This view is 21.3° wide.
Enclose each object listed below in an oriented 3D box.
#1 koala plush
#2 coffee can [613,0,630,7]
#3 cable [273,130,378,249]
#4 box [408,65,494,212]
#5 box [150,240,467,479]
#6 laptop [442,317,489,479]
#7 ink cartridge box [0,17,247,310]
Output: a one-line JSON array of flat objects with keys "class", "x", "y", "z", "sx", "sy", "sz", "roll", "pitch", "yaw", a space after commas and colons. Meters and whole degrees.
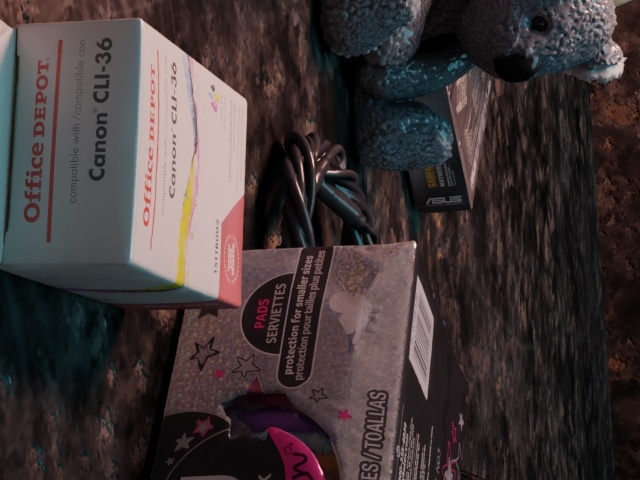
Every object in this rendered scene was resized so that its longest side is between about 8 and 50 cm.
[{"class": "koala plush", "x": 0.133, "y": -0.186, "z": 1.365, "sx": 0.196, "sy": 0.221, "sz": 0.203, "roll": 71, "pitch": 22, "yaw": -45}, {"class": "coffee can", "x": 0.207, "y": -0.367, "z": 1.554, "sx": 0.275, "sy": 0.202, "sz": 0.201, "roll": 56, "pitch": 31, "yaw": -31}, {"class": "cable", "x": 0.000, "y": 0.000, "z": 1.210, "sx": 0.184, "sy": 0.047, "sz": 0.150, "roll": 9, "pitch": 74, "yaw": -72}, {"class": "box", "x": 0.115, "y": -0.168, "z": 1.606, "sx": 0.231, "sy": 0.056, "sz": 0.183, "roll": -76, "pitch": 157, "yaw": -46}, {"class": "box", "x": -0.008, "y": 0.144, "z": 0.967, "sx": 0.163, "sy": 0.142, "sz": 0.247, "roll": 66, "pitch": 25, "yaw": -50}, {"class": "laptop", "x": 0.195, "y": 0.322, "z": 1.522, "sx": 0.236, "sy": 0.408, "sz": 0.381, "roll": -25, "pitch": 117, "yaw": -36}, {"class": "ink cartridge box", "x": -0.096, "y": -0.034, "z": 0.808, "sx": 0.198, "sy": 0.067, "sz": 0.115, "roll": 28, "pitch": 61, "yaw": -72}]
